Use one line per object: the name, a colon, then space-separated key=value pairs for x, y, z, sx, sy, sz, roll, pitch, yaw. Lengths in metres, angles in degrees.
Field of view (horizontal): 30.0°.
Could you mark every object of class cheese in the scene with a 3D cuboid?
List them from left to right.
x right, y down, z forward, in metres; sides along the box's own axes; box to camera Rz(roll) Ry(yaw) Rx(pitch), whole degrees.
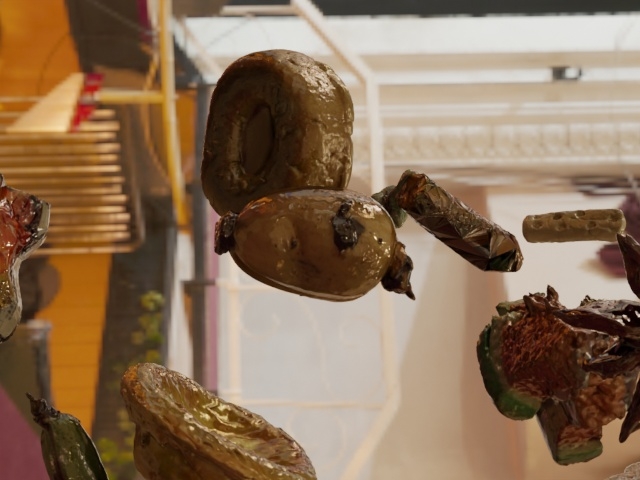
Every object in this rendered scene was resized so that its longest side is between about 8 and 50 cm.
cheese: x=0.476 y=-0.027 z=2.250 sx=0.043 sy=0.194 sz=0.065 roll=49 pitch=45 yaw=-53

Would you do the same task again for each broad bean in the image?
broad bean: x=-0.270 y=0.321 z=1.432 sx=0.077 sy=0.061 sz=0.339 roll=-89 pitch=161 yaw=-65

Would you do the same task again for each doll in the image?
doll: x=0.132 y=-0.077 z=2.100 sx=0.150 sy=0.078 sz=0.115 roll=128 pitch=-24 yaw=-66

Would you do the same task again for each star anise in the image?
star anise: x=0.383 y=0.100 z=1.272 sx=0.088 sy=0.288 sz=0.288 roll=-67 pitch=161 yaw=-59

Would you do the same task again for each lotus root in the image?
lotus root: x=0.000 y=0.000 z=1.472 sx=0.154 sy=0.257 sz=0.140 roll=133 pitch=-35 yaw=-67

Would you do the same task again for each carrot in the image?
carrot: x=0.183 y=-0.018 z=1.561 sx=0.229 sy=0.069 sz=0.069 roll=32 pitch=41 yaw=-38

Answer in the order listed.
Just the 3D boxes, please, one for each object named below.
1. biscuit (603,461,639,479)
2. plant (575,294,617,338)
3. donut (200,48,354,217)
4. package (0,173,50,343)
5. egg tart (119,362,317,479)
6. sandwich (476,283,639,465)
biscuit: x=0.513 y=0.339 z=1.695 sx=0.234 sy=0.153 sz=0.030 roll=-14 pitch=-90 yaw=46
plant: x=0.486 y=0.151 z=2.042 sx=0.116 sy=0.122 sz=0.104 roll=43 pitch=-60 yaw=54
donut: x=-0.060 y=-0.134 z=1.655 sx=0.128 sy=0.209 sz=0.261 roll=2 pitch=91 yaw=-57
package: x=-0.342 y=-0.001 z=1.176 sx=0.232 sy=0.040 sz=0.166 roll=52 pitch=52 yaw=-58
egg tart: x=-0.148 y=0.287 z=1.594 sx=0.128 sy=0.319 sz=0.319 roll=-58 pitch=-176 yaw=1
sandwich: x=0.301 y=0.180 z=1.582 sx=0.301 sy=0.162 sz=0.250 roll=111 pitch=-39 yaw=-75
